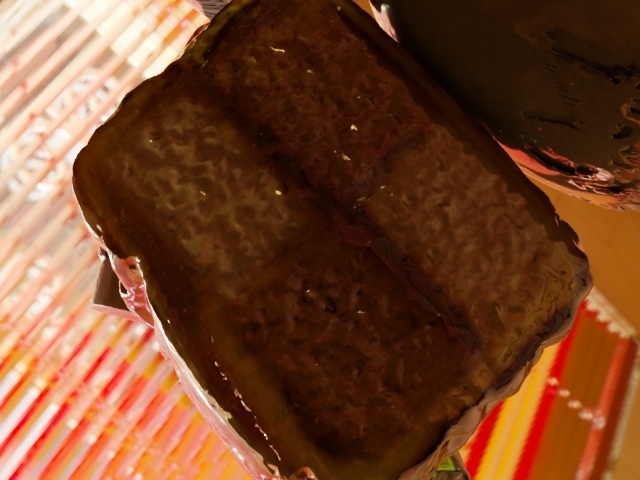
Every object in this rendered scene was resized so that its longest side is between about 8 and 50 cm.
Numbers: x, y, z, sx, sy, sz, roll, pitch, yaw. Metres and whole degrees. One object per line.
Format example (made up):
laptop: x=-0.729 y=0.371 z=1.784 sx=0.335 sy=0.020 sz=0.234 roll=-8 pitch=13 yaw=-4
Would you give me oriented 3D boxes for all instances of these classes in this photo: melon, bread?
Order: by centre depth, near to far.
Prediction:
bread: x=0.000 y=0.000 z=0.492 sx=0.181 sy=0.222 sz=0.096 roll=-39 pitch=166 yaw=-8
melon: x=0.166 y=-0.146 z=0.518 sx=0.268 sy=0.330 sz=0.268 roll=19 pitch=90 yaw=-81

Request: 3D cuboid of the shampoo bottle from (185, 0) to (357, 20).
shampoo bottle: x=-0.081 y=-0.190 z=0.513 sx=0.104 sy=0.278 sz=0.104 roll=-10 pitch=-110 yaw=28

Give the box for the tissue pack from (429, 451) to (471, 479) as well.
tissue pack: x=0.079 y=0.223 z=0.919 sx=0.073 sy=0.173 sz=0.235 roll=-6 pitch=-167 yaw=-2

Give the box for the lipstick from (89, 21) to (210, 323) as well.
lipstick: x=-0.084 y=-0.045 z=0.629 sx=0.063 sy=0.057 sz=0.186 roll=-12 pitch=-117 yaw=66
